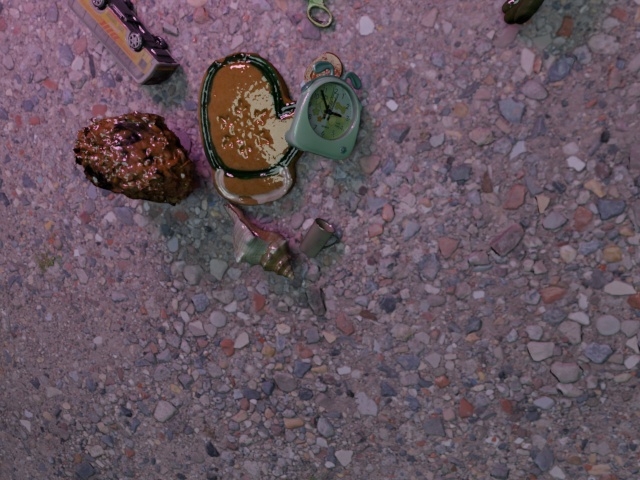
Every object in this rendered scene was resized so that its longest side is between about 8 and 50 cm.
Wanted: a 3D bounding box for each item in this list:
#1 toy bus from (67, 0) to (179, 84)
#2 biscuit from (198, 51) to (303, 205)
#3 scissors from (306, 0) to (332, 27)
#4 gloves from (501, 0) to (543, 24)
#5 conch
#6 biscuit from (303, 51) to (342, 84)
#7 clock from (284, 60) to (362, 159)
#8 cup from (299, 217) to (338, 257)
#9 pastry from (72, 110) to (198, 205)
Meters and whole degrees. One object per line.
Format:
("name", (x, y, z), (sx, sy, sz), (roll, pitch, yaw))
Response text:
("toy bus", (-0.454, -0.477, 0.971), (0.268, 0.092, 0.106), (48, 118, -2))
("biscuit", (-0.141, -0.251, 0.968), (0.288, 0.057, 0.343), (-1, 104, 14))
("scissors", (-0.046, -0.538, 0.889), (0.187, 0.020, 0.133), (20, 105, 6))
("gloves", (0.399, -0.519, 0.740), (0.107, 0.135, 0.268), (35, 114, 48))
("conch", (-0.155, 0.016, 0.994), (0.234, 0.137, 0.114), (30, 95, -9))
("biscuit", (0.009, -0.362, 0.925), (0.091, 0.015, 0.078), (-34, 96, 19))
("clock", (0.016, -0.271, 0.893), (0.148, 0.060, 0.188), (13, 99, -28))
("cup", (-0.003, -0.004, 1.010), (0.083, 0.075, 0.054), (-56, 50, 23))
("pastry", (-0.400, -0.192, 0.952), (0.275, 0.275, 0.192), (19, 100, 8))
